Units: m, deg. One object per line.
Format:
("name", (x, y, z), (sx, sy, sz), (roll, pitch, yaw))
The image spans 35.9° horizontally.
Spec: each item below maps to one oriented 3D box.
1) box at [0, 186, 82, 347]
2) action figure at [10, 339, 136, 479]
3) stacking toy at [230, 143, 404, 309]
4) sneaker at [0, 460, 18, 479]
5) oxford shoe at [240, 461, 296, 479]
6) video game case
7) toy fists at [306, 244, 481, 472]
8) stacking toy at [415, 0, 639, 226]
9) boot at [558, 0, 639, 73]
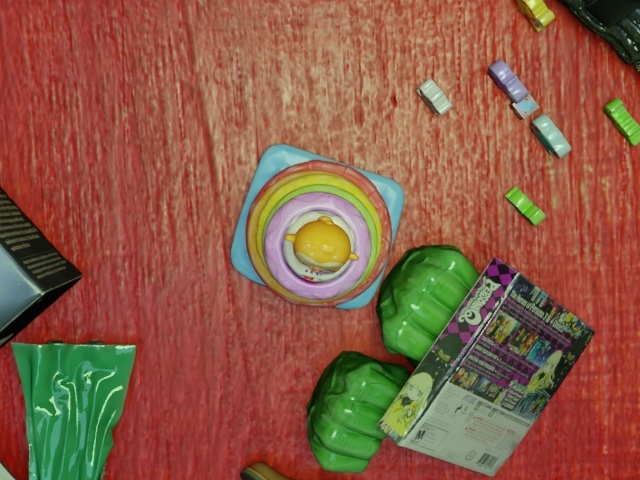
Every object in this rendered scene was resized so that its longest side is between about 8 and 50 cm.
("box", (-0.474, 0.033, 1.041), (0.296, 0.183, 0.294), (-42, 93, 2))
("action figure", (-0.282, 0.230, 1.118), (0.137, 0.063, 0.232), (3, 91, -3))
("stacking toy", (0.000, 0.000, 0.986), (0.175, 0.302, 0.166), (18, 94, -3))
("sneaker", (-0.396, 0.306, 1.057), (0.226, 0.163, 0.086), (46, 131, 10))
("oxford shoe", (0.007, 0.305, 1.138), (0.212, 0.076, 0.076), (30, 63, -1))
("video game case", (0.186, 0.145, 1.057), (0.042, 0.232, 0.210), (37, 95, 39))
("toy fists", (0.078, 0.129, 1.078), (0.096, 0.142, 0.279), (34, 94, -3))
("stacking toy", (0.235, -0.147, 1.106), (0.167, 0.052, 0.221), (-40, 95, 2))
("boot", (0.412, -0.336, 1.054), (0.348, 0.131, 0.260), (-44, 94, 3))
